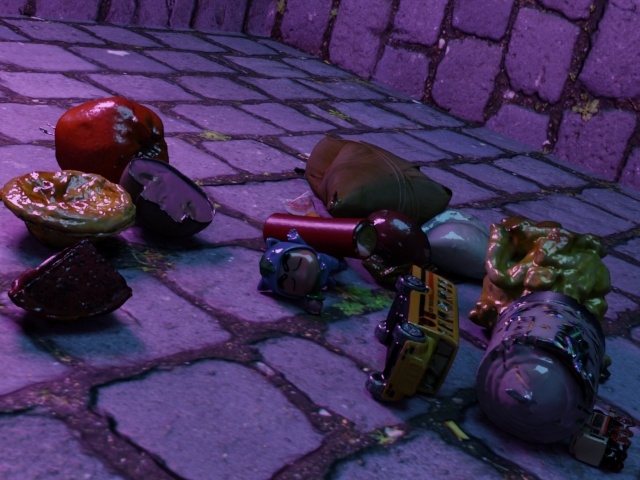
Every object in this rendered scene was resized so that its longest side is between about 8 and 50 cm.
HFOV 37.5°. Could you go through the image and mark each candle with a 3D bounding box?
[{"bbox_3d":[0.330,0.204,1.432,0.187,0.187,0.330,21,23,14],"label":"candle"}]

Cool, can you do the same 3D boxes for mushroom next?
[{"bbox_3d":[-0.298,-0.068,1.783,0.188,0.117,0.141,32,43,-10],"label":"mushroom"}]

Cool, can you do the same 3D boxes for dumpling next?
[{"bbox_3d":[0.291,0.010,2.020,0.217,0.104,0.149,13,27,-6],"label":"dumpling"}]

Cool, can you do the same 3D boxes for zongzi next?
[{"bbox_3d":[0.017,-0.143,2.089,0.447,0.181,0.418,29,18,37],"label":"zongzi"}]

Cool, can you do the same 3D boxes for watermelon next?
[{"bbox_3d":[-0.042,-0.085,2.098,0.085,0.061,0.085,16,19,-6],"label":"watermelon"}]

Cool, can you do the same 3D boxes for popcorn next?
[{"bbox_3d":[0.410,0.082,1.739,0.293,0.237,0.293,15,16,-4],"label":"popcorn"}]

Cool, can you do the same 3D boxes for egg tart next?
[{"bbox_3d":[-0.441,-0.049,1.654,0.241,0.105,0.241,12,23,-5],"label":"egg tart"}]

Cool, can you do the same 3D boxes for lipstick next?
[{"bbox_3d":[-0.003,-0.010,1.799,0.241,0.080,0.080,5,9,42],"label":"lipstick"}]

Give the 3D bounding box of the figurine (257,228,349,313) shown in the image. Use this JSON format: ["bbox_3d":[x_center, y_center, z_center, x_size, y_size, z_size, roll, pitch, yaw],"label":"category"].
[{"bbox_3d":[-0.019,0.059,1.687,0.178,0.114,0.144,8,21,-44],"label":"figurine"}]

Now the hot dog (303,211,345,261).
[{"bbox_3d":[0.000,0.000,1.898,0.055,0.072,0.188,-15,30,-16],"label":"hot dog"}]

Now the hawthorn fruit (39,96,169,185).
[{"bbox_3d":[-0.447,-0.193,1.908,0.299,0.211,0.211,12,17,22],"label":"hawthorn fruit"}]

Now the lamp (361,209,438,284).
[{"bbox_3d":[0.140,0.017,1.870,0.156,0.135,0.157,53,-16,-26],"label":"lamp"}]

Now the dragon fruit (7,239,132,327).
[{"bbox_3d":[-0.384,0.083,1.404,0.161,0.121,0.127,-41,99,-38],"label":"dragon fruit"}]

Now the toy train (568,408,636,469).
[{"bbox_3d":[0.434,0.300,1.448,0.087,0.050,0.138,19,20,19],"label":"toy train"}]

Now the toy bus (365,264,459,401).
[{"bbox_3d":[0.160,0.154,1.541,0.123,0.121,0.335,23,19,-1],"label":"toy bus"}]
